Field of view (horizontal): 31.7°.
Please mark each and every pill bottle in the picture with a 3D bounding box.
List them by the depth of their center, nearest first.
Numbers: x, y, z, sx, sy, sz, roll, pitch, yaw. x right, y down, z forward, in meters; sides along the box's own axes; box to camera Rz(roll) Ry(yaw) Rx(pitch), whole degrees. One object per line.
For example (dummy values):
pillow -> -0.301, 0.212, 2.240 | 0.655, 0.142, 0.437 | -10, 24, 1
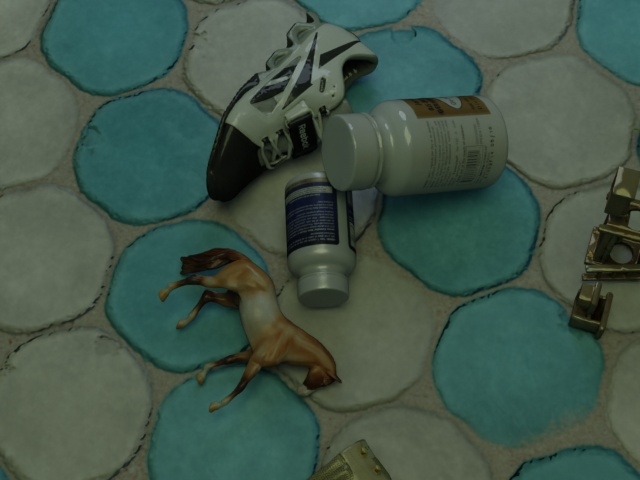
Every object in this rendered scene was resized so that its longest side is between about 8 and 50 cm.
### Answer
pill bottle -> 0.125, -0.126, 1.523 | 0.229, 0.131, 0.131 | -6, 63, -25
pill bottle -> 0.000, 0.000, 1.529 | 0.094, 0.094, 0.169 | -3, 65, 1

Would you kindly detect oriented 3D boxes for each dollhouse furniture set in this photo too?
dollhouse furniture set -> 0.398, 0.027, 1.449 | 0.101, 0.182, 0.161 | 16, 67, 10

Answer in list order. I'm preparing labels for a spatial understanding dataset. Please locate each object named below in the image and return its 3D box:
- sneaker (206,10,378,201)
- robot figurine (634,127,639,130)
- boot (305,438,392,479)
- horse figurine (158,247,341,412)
sneaker -> -0.035, -0.176, 1.596 | 0.146, 0.122, 0.330 | 28, 70, 16
robot figurine -> 0.504, -0.155, 1.591 | 0.115, 0.067, 0.101 | -16, 65, -4
boot -> 0.113, 0.323, 1.380 | 0.262, 0.095, 0.203 | -30, 66, -6
horse figurine -> -0.104, 0.107, 1.502 | 0.174, 0.066, 0.263 | -26, 69, -3
